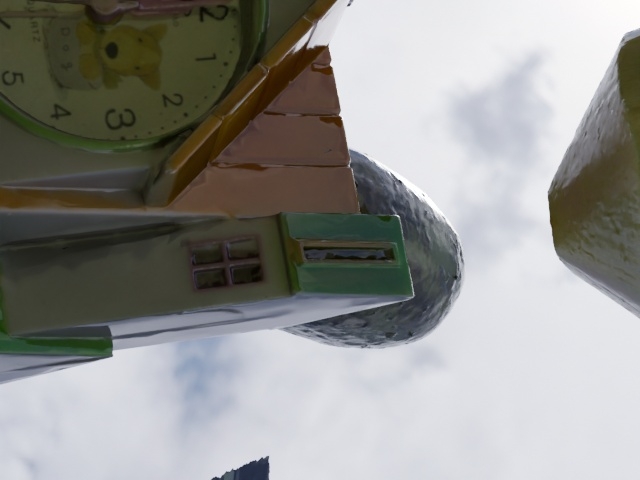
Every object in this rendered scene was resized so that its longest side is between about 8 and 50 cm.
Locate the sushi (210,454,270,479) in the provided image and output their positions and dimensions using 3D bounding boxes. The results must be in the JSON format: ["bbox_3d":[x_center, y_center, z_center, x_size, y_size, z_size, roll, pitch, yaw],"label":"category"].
[{"bbox_3d":[-0.098,0.199,0.823,0.050,0.215,0.192,8,-84,23],"label":"sushi"}]

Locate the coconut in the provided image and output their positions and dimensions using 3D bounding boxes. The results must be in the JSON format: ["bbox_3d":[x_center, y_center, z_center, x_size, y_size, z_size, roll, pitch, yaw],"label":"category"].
[{"bbox_3d":[0.273,-0.041,1.249,0.259,0.259,0.259,-11,-111,30],"label":"coconut"}]

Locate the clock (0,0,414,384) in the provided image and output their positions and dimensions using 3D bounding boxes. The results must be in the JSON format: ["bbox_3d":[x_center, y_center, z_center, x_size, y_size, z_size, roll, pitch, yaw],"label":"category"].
[{"bbox_3d":[-0.115,-0.065,0.764,0.309,0.166,0.235,-7,-104,-14],"label":"clock"}]

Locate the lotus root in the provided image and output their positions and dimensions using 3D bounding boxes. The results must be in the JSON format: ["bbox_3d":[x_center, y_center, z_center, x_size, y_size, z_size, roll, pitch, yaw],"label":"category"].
[{"bbox_3d":[0.000,0.000,1.464,0.173,0.309,0.173,-11,-113,28],"label":"lotus root"}]
